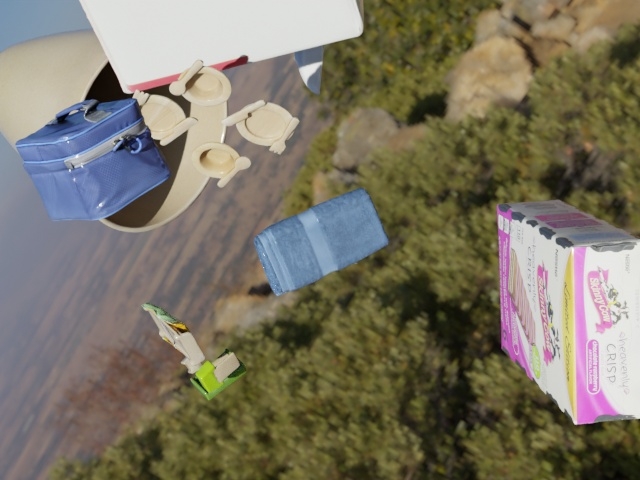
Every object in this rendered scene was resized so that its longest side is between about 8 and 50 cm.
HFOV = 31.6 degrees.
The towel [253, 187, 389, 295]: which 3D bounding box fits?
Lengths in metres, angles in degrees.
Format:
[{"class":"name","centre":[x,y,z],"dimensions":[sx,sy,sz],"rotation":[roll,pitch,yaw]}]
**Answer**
[{"class":"towel","centre":[0.000,0.000,1.065],"dimensions":[0.119,0.067,0.029],"rotation":[-24,15,-12]}]

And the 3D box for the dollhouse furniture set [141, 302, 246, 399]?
[{"class":"dollhouse furniture set","centre":[-0.135,0.117,1.285],"dimensions":[0.059,0.151,0.076],"rotation":[-40,47,-17]}]

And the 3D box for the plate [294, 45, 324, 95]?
[{"class":"plate","centre":[-0.010,-0.374,1.655],"dimensions":[0.277,0.045,0.277],"rotation":[-92,6,-70]}]

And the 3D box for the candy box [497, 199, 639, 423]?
[{"class":"candy box","centre":[0.229,0.057,1.054],"dimensions":[0.233,0.071,0.159],"rotation":[-126,32,-78]}]

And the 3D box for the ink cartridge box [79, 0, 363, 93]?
[{"class":"ink cartridge box","centre":[-0.106,-0.371,1.303],"dimensions":[0.279,0.160,0.384],"rotation":[-13,42,12]}]

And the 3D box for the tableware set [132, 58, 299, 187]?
[{"class":"tableware set","centre":[-0.117,-0.124,1.201],"dimensions":[0.141,0.169,0.020],"rotation":[-35,36,37]}]

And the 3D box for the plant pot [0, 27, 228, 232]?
[{"class":"plant pot","centre":[-0.305,-0.171,1.474],"dimensions":[0.274,0.256,0.256],"rotation":[21,78,37]}]

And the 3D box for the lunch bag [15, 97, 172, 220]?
[{"class":"lunch bag","centre":[-0.146,-0.055,0.718],"dimensions":[0.067,0.065,0.098],"rotation":[-37,21,-32]}]
